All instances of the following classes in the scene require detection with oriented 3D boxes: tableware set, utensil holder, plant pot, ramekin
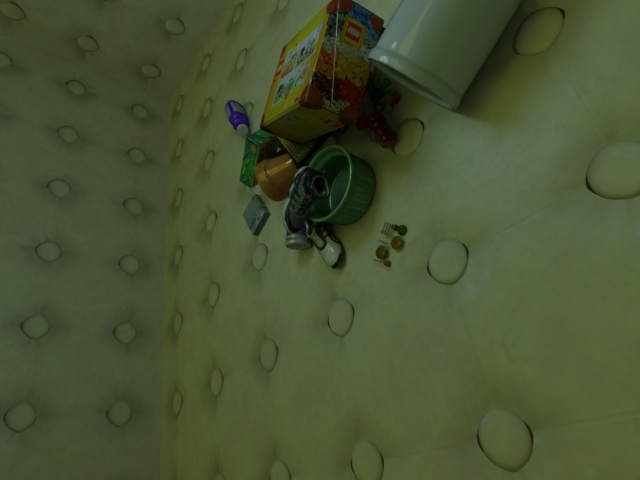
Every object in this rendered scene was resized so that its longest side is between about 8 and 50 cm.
[{"bbox_3d":[0.244,0.014,1.519,0.104,0.024,0.154,18,92,49],"label":"tableware set"},{"bbox_3d":[0.376,-0.647,1.323,0.385,0.328,0.327,-60,40,17],"label":"utensil holder"},{"bbox_3d":[-0.165,-0.311,2.022,0.188,0.205,0.205,-26,57,26],"label":"plant pot"},{"bbox_3d":[0.070,-0.204,1.706,0.303,0.148,0.303,-21,63,47],"label":"ramekin"}]

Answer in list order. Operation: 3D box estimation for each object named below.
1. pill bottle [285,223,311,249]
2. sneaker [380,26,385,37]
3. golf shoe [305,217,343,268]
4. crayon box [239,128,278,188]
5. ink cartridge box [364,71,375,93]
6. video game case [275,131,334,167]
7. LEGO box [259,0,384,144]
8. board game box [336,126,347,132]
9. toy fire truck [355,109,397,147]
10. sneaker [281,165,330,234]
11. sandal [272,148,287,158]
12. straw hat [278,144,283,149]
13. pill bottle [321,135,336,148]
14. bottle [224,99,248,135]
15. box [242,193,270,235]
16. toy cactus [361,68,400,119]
[{"bbox_3d":[-0.095,-0.061,1.898,0.112,0.112,0.186,-18,65,48],"label":"pill bottle"},{"bbox_3d":[0.191,-0.756,1.729,0.135,0.097,0.276,1,51,34],"label":"sneaker"},{"bbox_3d":[0.000,0.000,1.754,0.105,0.120,0.272,-50,46,28],"label":"golf shoe"},{"bbox_3d":[-0.294,-0.404,2.120,0.081,0.165,0.278,36,138,13],"label":"crayon box"},{"bbox_3d":[0.133,-0.693,1.859,0.109,0.062,0.209,-61,39,19],"label":"ink cartridge box"},{"bbox_3d":[-0.061,-0.475,1.911,0.248,0.035,0.274,-46,44,11],"label":"video game case"},{"bbox_3d":[-0.020,-0.596,1.630,0.500,0.193,0.372,8,81,65],"label":"LEGO box"},{"bbox_3d":[0.064,-0.599,1.868,0.165,0.042,0.243,111,143,-47],"label":"board game box"},{"bbox_3d":[0.206,-0.415,1.654,0.192,0.047,0.135,61,160,14],"label":"toy fire truck"},{"bbox_3d":[-0.053,-0.149,1.634,0.153,0.101,0.268,13,86,55],"label":"sneaker"},{"bbox_3d":[-0.223,-0.352,2.185,0.240,0.088,0.079,-63,15,5],"label":"sandal"},{"bbox_3d":[-0.191,-0.495,2.207,0.144,0.061,0.144,-36,37,33],"label":"straw hat"},{"bbox_3d":[0.013,-0.442,1.925,0.120,0.067,0.067,45,114,49],"label":"pill bottle"},{"bbox_3d":[-0.494,-0.732,2.626,0.092,0.118,0.282,-50,45,26],"label":"bottle"},{"bbox_3d":[-0.338,-0.136,2.295,0.145,0.038,0.186,-58,42,21],"label":"box"},{"bbox_3d":[0.211,-0.545,1.693,0.180,0.112,0.219,-55,51,40],"label":"toy cactus"}]
